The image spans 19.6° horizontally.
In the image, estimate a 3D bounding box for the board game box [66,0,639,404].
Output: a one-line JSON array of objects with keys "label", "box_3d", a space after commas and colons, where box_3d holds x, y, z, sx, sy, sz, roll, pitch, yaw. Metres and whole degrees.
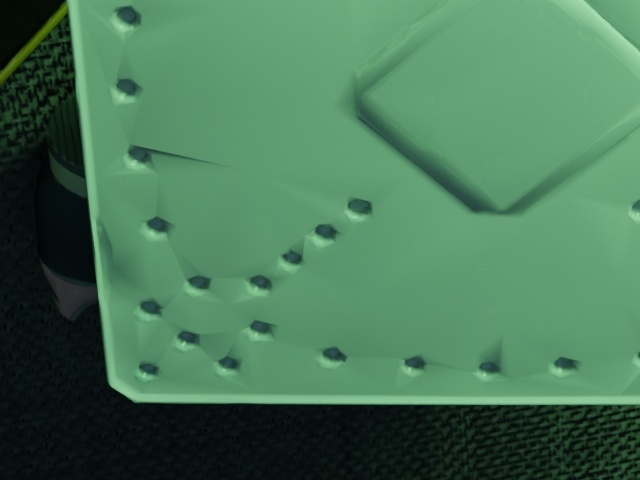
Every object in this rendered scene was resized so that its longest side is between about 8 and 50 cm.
[{"label": "board game box", "box_3d": [0.085, -0.080, 0.849, 0.390, 0.050, 0.390, 0, 130, 1]}]

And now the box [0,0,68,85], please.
[{"label": "box", "box_3d": [-0.264, -0.118, 0.818, 0.257, 0.079, 0.322, -44, 155, 10]}]

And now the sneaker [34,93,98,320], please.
[{"label": "sneaker", "box_3d": [0.000, 0.000, 1.025, 0.319, 0.112, 0.131, 9, 127, -10]}]
